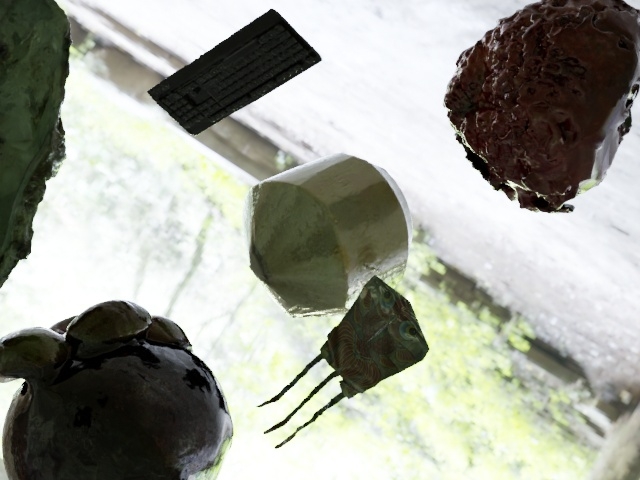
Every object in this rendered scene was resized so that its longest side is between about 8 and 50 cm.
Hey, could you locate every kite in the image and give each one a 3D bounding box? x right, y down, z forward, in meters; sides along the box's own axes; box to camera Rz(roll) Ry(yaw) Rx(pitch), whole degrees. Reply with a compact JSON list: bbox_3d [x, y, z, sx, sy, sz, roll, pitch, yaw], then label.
[{"bbox_3d":[0.017,0.143,1.151,0.016,0.229,0.127,37,-161,-46],"label":"kite"}]

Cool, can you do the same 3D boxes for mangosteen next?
[{"bbox_3d":[-0.174,0.155,0.860,0.210,0.209,0.210,32,174,3],"label":"mangosteen"}]

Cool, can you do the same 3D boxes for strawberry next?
[{"bbox_3d":[0.261,-0.171,1.218,0.221,0.274,0.274,13,172,7],"label":"strawberry"}]

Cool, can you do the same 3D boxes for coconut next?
[{"bbox_3d":[-0.002,-0.001,1.349,0.241,0.241,0.241,32,174,3],"label":"coconut"}]

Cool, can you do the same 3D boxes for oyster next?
[{"bbox_3d":[-0.271,-0.095,0.850,0.252,0.199,0.087,58,158,3],"label":"oyster"}]

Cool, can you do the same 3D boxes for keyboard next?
[{"bbox_3d":[-0.091,-0.163,1.018,0.197,0.015,0.074,-23,130,38],"label":"keyboard"}]
